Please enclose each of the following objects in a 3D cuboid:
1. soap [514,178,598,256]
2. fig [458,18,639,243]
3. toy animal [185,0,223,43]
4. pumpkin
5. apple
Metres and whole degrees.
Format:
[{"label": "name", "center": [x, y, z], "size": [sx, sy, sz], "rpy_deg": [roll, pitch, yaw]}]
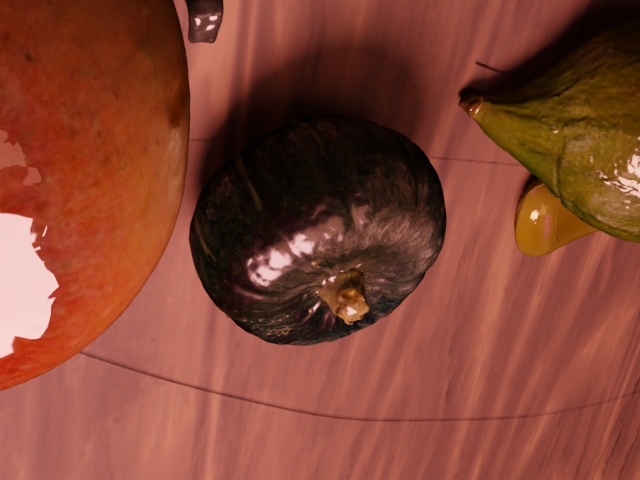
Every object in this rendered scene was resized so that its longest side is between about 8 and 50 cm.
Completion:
[{"label": "soap", "center": [0.242, -0.036, 1.264], "size": [0.140, 0.045, 0.089], "rpy_deg": [-21, 130, -17]}, {"label": "fig", "center": [0.240, -0.091, 1.155], "size": [0.235, 0.203, 0.203], "rpy_deg": [-4, 132, 7]}, {"label": "toy animal", "center": [-0.073, -0.247, 0.825], "size": [0.114, 0.146, 0.245], "rpy_deg": [1, 122, -26]}, {"label": "pumpkin", "center": [0.000, -0.003, 1.058], "size": [0.211, 0.152, 0.212], "rpy_deg": [-15, 133, -16]}, {"label": "apple", "center": [-0.238, -0.090, 0.730], "size": [0.338, 0.305, 0.339], "rpy_deg": [-2, 128, -3]}]
